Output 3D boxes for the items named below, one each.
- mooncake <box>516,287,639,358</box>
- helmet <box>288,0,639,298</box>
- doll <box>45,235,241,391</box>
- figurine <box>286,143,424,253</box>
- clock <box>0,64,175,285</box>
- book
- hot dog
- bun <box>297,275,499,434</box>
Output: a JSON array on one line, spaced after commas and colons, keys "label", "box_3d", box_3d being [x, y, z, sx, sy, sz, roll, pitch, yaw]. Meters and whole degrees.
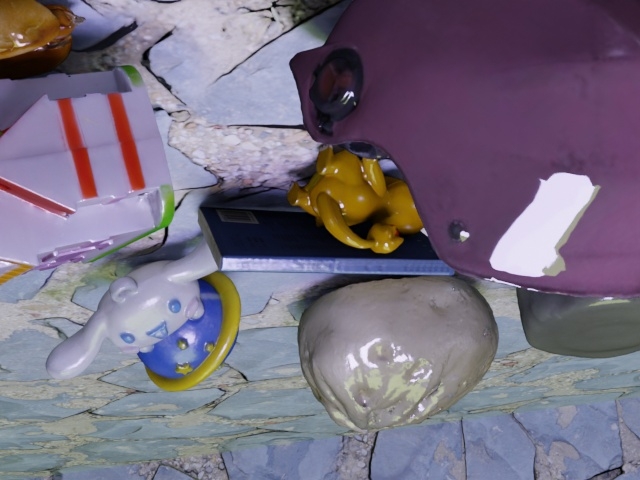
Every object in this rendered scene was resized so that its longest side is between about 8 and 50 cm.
[{"label": "mooncake", "box_3d": [0.445, 0.093, 1.362, 0.275, 0.135, 0.275, -3, 155, -1]}, {"label": "helmet", "box_3d": [0.142, -0.119, 0.620, 0.271, 0.338, 0.197, 2, 129, -39]}, {"label": "doll", "box_3d": [-0.195, 0.078, 1.181, 0.242, 0.159, 0.311, 29, 117, -35]}, {"label": "figurine", "box_3d": [0.061, -0.033, 0.964, 0.176, 0.122, 0.121, 8, 135, -38]}, {"label": "clock", "box_3d": [-0.310, -0.037, 0.684, 0.309, 0.166, 0.235, -15, 179, -34]}, {"label": "book", "box_3d": [0.000, 0.000, 1.005, 0.269, 0.025, 0.191, 2, -163, -16]}, {"label": "hot dog", "box_3d": [-0.300, -0.153, 0.663, 0.235, 0.062, 0.092, -9, 171, -5]}, {"label": "bun", "box_3d": [0.128, 0.184, 1.379, 0.326, 0.234, 0.362, -15, 163, 7]}]
